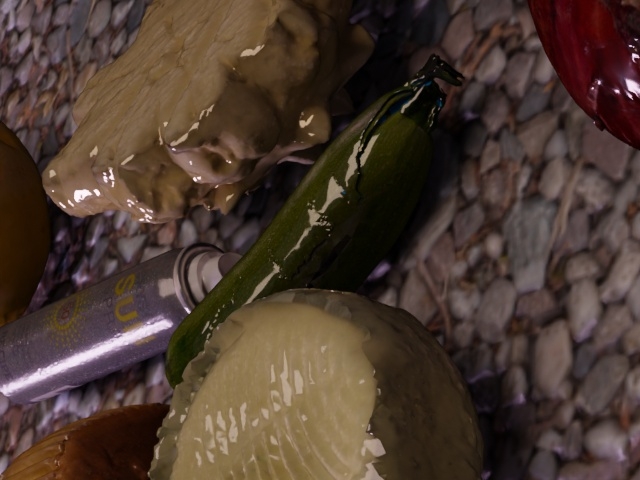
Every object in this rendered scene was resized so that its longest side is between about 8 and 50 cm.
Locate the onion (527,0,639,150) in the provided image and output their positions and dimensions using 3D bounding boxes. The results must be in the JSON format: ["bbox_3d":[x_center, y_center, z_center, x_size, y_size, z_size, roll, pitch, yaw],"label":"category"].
[{"bbox_3d":[0.237,-0.171,1.092,0.276,0.276,0.276,-24,55,40],"label":"onion"}]

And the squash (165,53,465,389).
[{"bbox_3d":[0.000,0.000,1.413,0.331,0.087,0.087,-52,41,20],"label":"squash"}]

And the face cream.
[{"bbox_3d":[-0.160,0.065,1.575,0.283,0.073,0.073,-23,56,41],"label":"face cream"}]

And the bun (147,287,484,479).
[{"bbox_3d":[0.006,0.159,1.276,0.259,0.152,0.259,-20,63,46],"label":"bun"}]

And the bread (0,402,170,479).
[{"bbox_3d":[-0.129,0.205,1.377,0.104,0.199,0.199,-32,50,34],"label":"bread"}]

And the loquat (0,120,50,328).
[{"bbox_3d":[-0.344,-0.003,1.713,0.244,0.244,0.244,-24,55,40],"label":"loquat"}]

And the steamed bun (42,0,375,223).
[{"bbox_3d":[-0.073,-0.111,1.496,0.295,0.137,0.292,-49,26,4],"label":"steamed bun"}]
